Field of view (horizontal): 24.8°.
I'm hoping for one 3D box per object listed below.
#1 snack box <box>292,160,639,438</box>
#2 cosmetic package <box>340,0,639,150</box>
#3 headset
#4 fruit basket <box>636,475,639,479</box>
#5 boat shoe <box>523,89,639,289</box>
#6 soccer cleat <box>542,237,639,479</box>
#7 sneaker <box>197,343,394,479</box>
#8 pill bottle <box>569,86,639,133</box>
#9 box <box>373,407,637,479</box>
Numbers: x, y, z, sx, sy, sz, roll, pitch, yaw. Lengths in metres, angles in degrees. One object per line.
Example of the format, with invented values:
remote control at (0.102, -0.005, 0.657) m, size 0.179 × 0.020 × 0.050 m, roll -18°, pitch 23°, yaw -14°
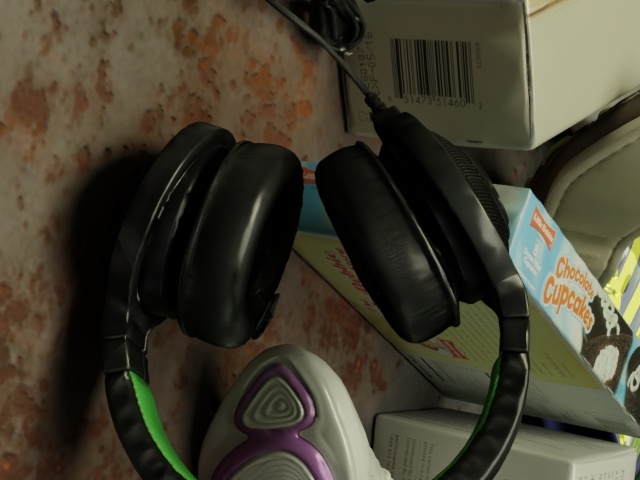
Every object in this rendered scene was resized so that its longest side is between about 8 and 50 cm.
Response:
snack box at (0.121, 0.051, 1.080) m, size 0.322 × 0.187 × 0.060 m, roll 45°, pitch 61°, yaw -50°
cosmetic package at (0.164, -0.167, 1.119) m, size 0.309 × 0.160 × 0.113 m, roll -32°, pitch 122°, yaw -49°
headset at (0.000, 0.000, 0.887) m, size 0.185 × 0.243 × 0.394 m, roll 68°, pitch 20°, yaw -72°
fruit basket at (0.403, 0.216, 1.514) m, size 0.283 × 0.392 × 0.392 m, roll 22°, pitch 77°, yaw -17°
boat shoe at (0.236, -0.053, 1.182) m, size 0.324 × 0.117 × 0.096 m, roll 116°, pitch -15°, yaw -62°
soccer cleat at (0.249, 0.096, 1.335) m, size 0.121 × 0.093 × 0.289 m, roll -6°, pitch 94°, yaw -52°
sneaker at (-0.002, 0.187, 1.028) m, size 0.152 × 0.114 × 0.305 m, roll -58°, pitch 145°, yaw -52°
pill bottle at (0.330, -0.116, 1.368) m, size 0.278 × 0.162 × 0.162 m, roll 36°, pitch 67°, yaw -53°
box at (0.136, 0.237, 1.147) m, size 0.119 × 0.182 × 0.180 m, roll 5°, pitch 93°, yaw -54°
